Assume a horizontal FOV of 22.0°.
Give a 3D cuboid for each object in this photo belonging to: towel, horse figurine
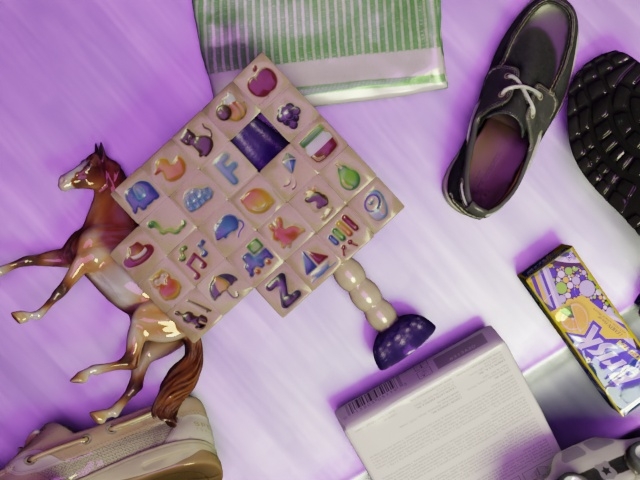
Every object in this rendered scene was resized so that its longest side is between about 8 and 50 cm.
[{"bbox_3d":[-0.011,-0.291,1.595,0.247,0.038,0.325,-8,95,-1],"label":"towel"},{"bbox_3d":[-0.198,0.059,1.589,0.174,0.066,0.263,-39,86,-20],"label":"horse figurine"}]

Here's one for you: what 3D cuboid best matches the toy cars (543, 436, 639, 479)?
[{"bbox_3d":[0.176,0.305,1.601,0.393,0.176,0.087,-43,57,3],"label":"toy cars"}]

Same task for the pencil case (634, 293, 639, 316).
[{"bbox_3d":[0.380,0.102,1.624,0.152,0.064,0.070,46,76,-4],"label":"pencil case"}]

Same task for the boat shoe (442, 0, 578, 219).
[{"bbox_3d":[0.193,-0.129,1.595,0.084,0.079,0.233,24,92,-2],"label":"boat shoe"}]

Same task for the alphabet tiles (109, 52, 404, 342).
[{"bbox_3d":[-0.073,-0.024,1.551,0.237,0.009,0.198,-42,95,6],"label":"alphabet tiles"}]

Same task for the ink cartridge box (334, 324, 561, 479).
[{"bbox_3d":[0.144,0.220,1.642,0.181,0.056,0.225,-29,113,0],"label":"ink cartridge box"}]

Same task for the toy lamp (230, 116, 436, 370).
[{"bbox_3d":[0.000,0.000,1.596,0.080,0.080,0.275,-38,94,1],"label":"toy lamp"}]

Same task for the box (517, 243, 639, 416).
[{"bbox_3d":[0.268,0.088,1.624,0.059,0.054,0.169,-36,94,0],"label":"box"}]

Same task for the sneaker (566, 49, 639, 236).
[{"bbox_3d":[0.335,-0.050,1.603,0.107,0.124,0.283,-32,71,19],"label":"sneaker"}]

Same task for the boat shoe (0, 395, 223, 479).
[{"bbox_3d":[-0.248,0.231,1.602,0.302,0.109,0.098,-18,56,1],"label":"boat shoe"}]
